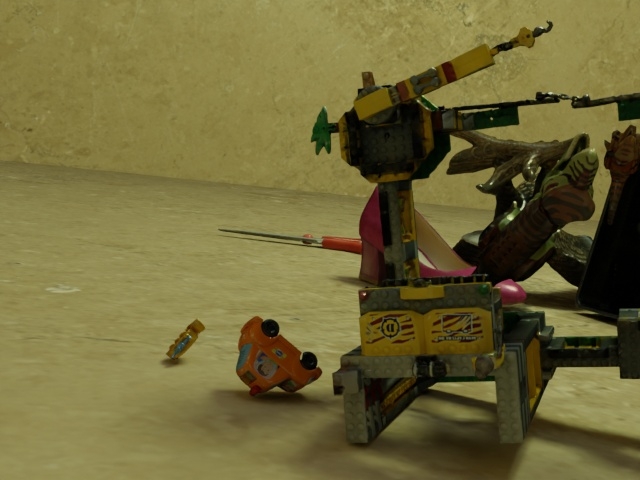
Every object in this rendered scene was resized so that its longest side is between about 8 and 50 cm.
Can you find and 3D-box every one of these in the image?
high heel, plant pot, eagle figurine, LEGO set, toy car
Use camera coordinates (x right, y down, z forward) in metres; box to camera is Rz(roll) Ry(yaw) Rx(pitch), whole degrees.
[{"bbox_3d":[0.134,0.006,1.077,0.082,0.117,0.244,3,7,-35],"label":"high heel"},{"bbox_3d":[0.424,0.019,1.042,0.167,0.187,0.188,17,1,-27],"label":"plant pot"},{"bbox_3d":[0.261,-0.015,1.192,0.225,0.298,0.226,-25,47,-7],"label":"eagle figurine"},{"bbox_3d":[0.138,0.002,0.539,0.331,0.254,0.192,5,5,18],"label":"LEGO set"},{"bbox_3d":[-0.054,0.083,0.626,0.122,0.060,0.040,-12,33,53],"label":"toy car"}]

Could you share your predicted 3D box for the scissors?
[{"bbox_3d":[0.000,0.000,1.441,0.297,0.021,0.109,7,8,-14],"label":"scissors"}]
